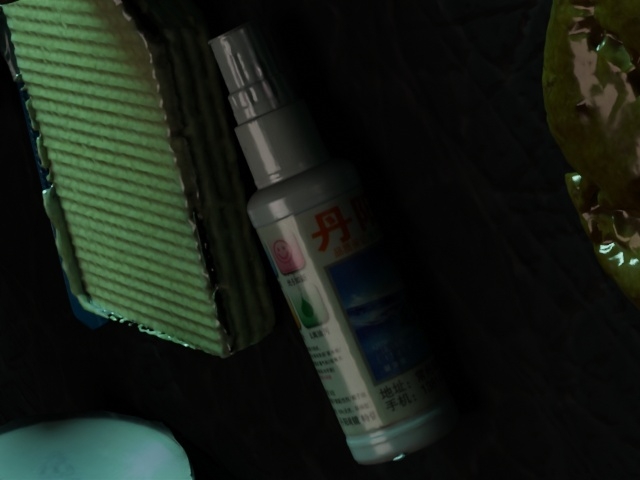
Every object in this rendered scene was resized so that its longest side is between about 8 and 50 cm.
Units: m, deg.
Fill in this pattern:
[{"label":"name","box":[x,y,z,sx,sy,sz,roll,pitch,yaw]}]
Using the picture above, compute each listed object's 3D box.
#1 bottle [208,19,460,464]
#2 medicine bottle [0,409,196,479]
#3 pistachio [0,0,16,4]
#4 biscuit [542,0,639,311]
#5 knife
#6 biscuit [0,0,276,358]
[{"label":"bottle","box":[0.000,0.000,0.760,0.060,0.060,0.217,-18,98,56]},{"label":"medicine bottle","box":[-0.154,0.300,1.054,0.190,0.190,0.332,24,130,44]},{"label":"pistachio","box":[-0.148,-0.252,0.720,0.197,0.166,0.288,-88,-3,-80]},{"label":"biscuit","box":[0.159,-0.039,0.535,0.226,0.042,0.226,31,133,39]},{"label":"knife","box":[-0.168,-0.076,0.971,0.044,0.026,0.297,10,119,38]},{"label":"biscuit","box":[-0.106,-0.067,0.869,0.150,0.052,0.252,11,122,46]}]
